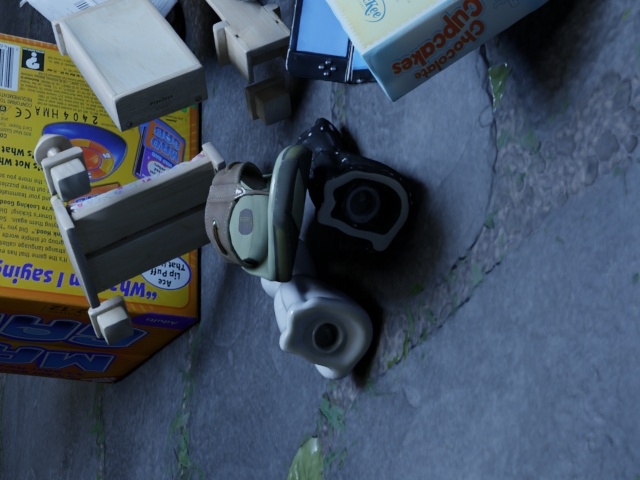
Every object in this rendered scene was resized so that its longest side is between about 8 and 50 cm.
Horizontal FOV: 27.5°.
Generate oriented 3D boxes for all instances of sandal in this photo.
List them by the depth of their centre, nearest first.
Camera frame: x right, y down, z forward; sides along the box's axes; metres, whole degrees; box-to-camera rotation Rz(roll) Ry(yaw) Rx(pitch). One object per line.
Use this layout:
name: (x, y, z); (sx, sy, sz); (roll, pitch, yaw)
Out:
sandal: (-0.071, -0.021, 1.240); (0.303, 0.086, 0.120); (160, 119, -74)

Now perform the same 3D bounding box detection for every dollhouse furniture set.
dollhouse furniture set: (-0.181, -0.099, 1.536); (0.174, 0.303, 0.355); (53, 159, 39)

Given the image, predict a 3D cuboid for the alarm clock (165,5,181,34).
alarm clock: (-0.251, -0.302, 1.857); (0.192, 0.129, 0.064); (54, 134, 18)

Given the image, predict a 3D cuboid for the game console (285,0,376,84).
game console: (0.022, -0.223, 1.317); (0.071, 0.107, 0.122); (35, -116, -87)

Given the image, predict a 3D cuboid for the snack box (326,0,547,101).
snack box: (0.077, -0.266, 1.112); (0.187, 0.060, 0.322); (-33, 40, 7)

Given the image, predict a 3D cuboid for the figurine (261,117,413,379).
figurine: (0.000, 0.000, 1.290); (0.209, 0.092, 0.214); (-124, 47, -65)

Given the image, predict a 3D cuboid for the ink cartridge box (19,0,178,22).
ink cartridge box: (-0.218, -0.387, 1.649); (0.309, 0.130, 0.272); (-55, 22, -13)

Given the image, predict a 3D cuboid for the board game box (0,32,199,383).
board game box: (-0.393, -0.031, 1.783); (0.356, 0.357, 0.356); (-36, 50, 56)
